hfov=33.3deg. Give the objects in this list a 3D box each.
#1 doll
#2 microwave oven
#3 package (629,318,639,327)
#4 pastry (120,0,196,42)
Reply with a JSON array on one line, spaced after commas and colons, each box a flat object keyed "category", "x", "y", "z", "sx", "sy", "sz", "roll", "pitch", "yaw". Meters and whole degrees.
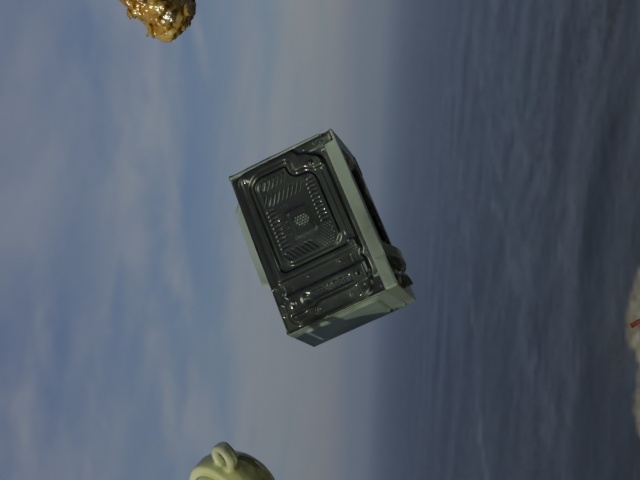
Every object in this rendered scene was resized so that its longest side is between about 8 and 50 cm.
[{"category": "doll", "x": -0.085, "y": 0.325, "z": 1.100, "sx": 0.117, "sy": 0.141, "sz": 0.296, "roll": -34, "pitch": -51, "yaw": -29}, {"category": "microwave oven", "x": 0.000, "y": 0.000, "z": 1.265, "sx": 0.208, "sy": 0.162, "sz": 0.122, "roll": 68, "pitch": -171, "yaw": 18}, {"category": "package", "x": 0.627, "y": 0.058, "z": 1.605, "sx": 0.223, "sy": 0.288, "sz": 0.108, "roll": 124, "pitch": 131, "yaw": -65}, {"category": "pastry", "x": -0.151, "y": -0.220, "z": 0.841, "sx": 0.056, "sy": 0.140, "sz": 0.080, "roll": -42, "pitch": 12, "yaw": 26}]
